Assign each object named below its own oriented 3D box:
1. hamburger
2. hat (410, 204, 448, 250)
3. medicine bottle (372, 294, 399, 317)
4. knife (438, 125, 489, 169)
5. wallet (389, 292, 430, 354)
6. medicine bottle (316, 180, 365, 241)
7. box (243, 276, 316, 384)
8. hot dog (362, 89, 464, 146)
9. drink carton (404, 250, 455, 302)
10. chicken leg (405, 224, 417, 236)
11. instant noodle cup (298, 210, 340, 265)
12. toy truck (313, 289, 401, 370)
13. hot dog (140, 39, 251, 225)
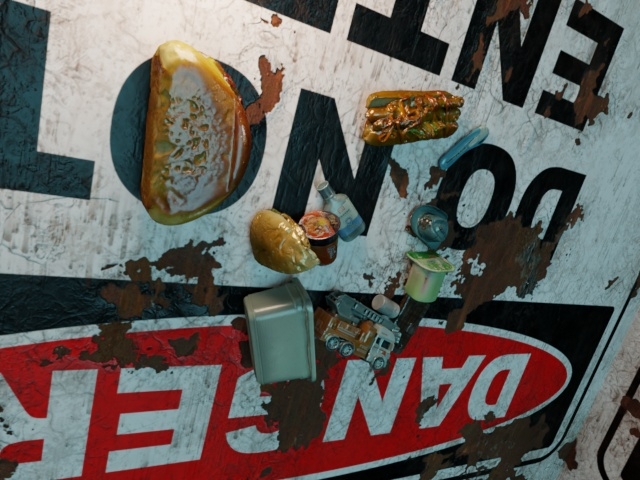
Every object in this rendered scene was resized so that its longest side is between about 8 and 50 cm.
[{"bbox_3d":[-0.107,0.011,1.249,0.135,0.208,0.155,-28,125,-19],"label":"hamburger"},{"bbox_3d":[0.392,-0.042,1.561,0.191,0.078,0.138,29,82,-36],"label":"hat"},{"bbox_3d":[0.231,0.233,1.609,0.091,0.058,0.058,32,93,-34],"label":"medicine bottle"},{"bbox_3d":[0.486,-0.312,1.535,0.222,0.031,0.064,-38,127,-9],"label":"knife"},{"bbox_3d":[0.305,0.311,1.691,0.124,0.042,0.230,27,94,-28],"label":"wallet"},{"bbox_3d":[0.058,-0.090,1.386,0.090,0.054,0.208,-39,122,-4],"label":"medicine bottle"},{"bbox_3d":[-0.125,0.286,1.384,0.182,0.175,0.312,-9,115,-15],"label":"box"},{"bbox_3d":[0.282,-0.363,1.355,0.349,0.117,0.158,-9,115,-25],"label":"hot dog"},{"bbox_3d":[0.373,0.132,1.600,0.146,0.144,0.142,2,115,-28],"label":"drink carton"},{"bbox_3d":[0.322,-0.030,1.572,0.083,0.021,0.036,20,83,-33],"label":"chicken leg"},{"bbox_3d":[0.002,0.000,1.352,0.127,0.127,0.135,-24,137,-18],"label":"instant noodle cup"},{"bbox_3d":[0.132,0.306,1.536,0.338,0.133,0.184,29,87,-28],"label":"toy truck"},{"bbox_3d":[-0.285,-0.236,1.063,0.223,0.185,0.405,2,109,-27],"label":"hot dog"}]
